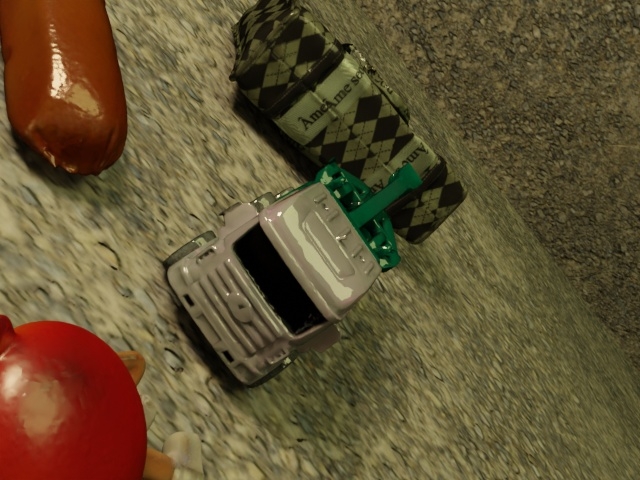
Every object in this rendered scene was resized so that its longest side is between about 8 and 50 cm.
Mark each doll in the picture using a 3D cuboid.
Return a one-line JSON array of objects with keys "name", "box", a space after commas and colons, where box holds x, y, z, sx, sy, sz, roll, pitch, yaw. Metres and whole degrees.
[{"name": "doll", "box": [-0.146, 0.136, 0.400, 0.183, 0.085, 0.217, -91, 157, -49]}]

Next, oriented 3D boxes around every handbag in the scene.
[{"name": "handbag", "box": [0.034, -0.216, 1.105, 0.416, 0.180, 0.316, 41, 15, -26]}]

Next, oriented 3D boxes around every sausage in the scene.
[{"name": "sausage", "box": [-0.253, -0.212, 0.636, 0.097, 0.094, 0.348, 16, 45, -49]}]

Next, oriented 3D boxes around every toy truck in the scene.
[{"name": "toy truck", "box": [-0.006, 0.004, 0.719, 0.176, 0.178, 0.363, 55, 26, -1]}]
